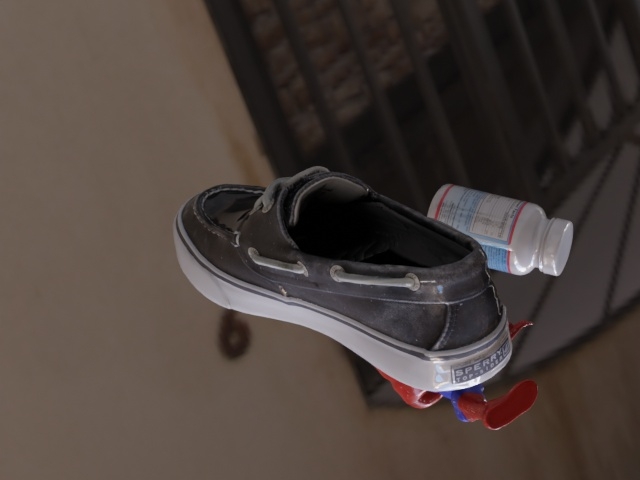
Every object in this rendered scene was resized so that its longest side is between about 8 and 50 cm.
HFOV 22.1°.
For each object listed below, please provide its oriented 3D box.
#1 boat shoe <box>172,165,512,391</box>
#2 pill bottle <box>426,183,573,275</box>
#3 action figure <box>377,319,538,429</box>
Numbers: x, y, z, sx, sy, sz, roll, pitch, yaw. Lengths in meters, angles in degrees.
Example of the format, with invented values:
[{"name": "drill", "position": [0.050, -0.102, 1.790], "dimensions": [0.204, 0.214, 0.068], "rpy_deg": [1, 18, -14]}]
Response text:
[{"name": "boat shoe", "position": [0.000, 0.000, 1.071], "dimensions": [0.108, 0.102, 0.301], "rpy_deg": [-30, -146, -26]}, {"name": "pill bottle", "position": [0.209, -0.009, 1.915], "dimensions": [0.160, 0.087, 0.087], "rpy_deg": [15, -145, 20]}, {"name": "action figure", "position": [0.119, 0.077, 1.310], "dimensions": [0.139, 0.091, 0.280], "rpy_deg": [-42, -173, -12]}]
